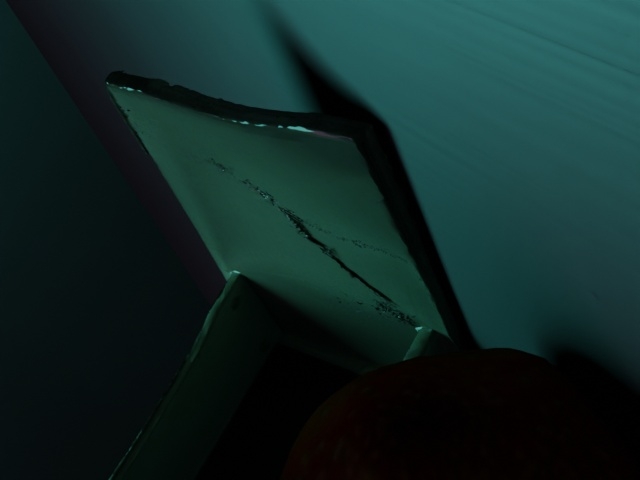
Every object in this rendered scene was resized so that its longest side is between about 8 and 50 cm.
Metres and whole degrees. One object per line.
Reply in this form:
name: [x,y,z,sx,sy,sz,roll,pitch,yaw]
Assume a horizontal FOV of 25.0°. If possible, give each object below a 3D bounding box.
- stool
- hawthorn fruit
stool: [-0.059,0.098,0.756,0.170,0.244,0.270,15,150,31]
hawthorn fruit: [0.064,0.132,0.648,0.179,0.179,0.200,55,-176,-6]
